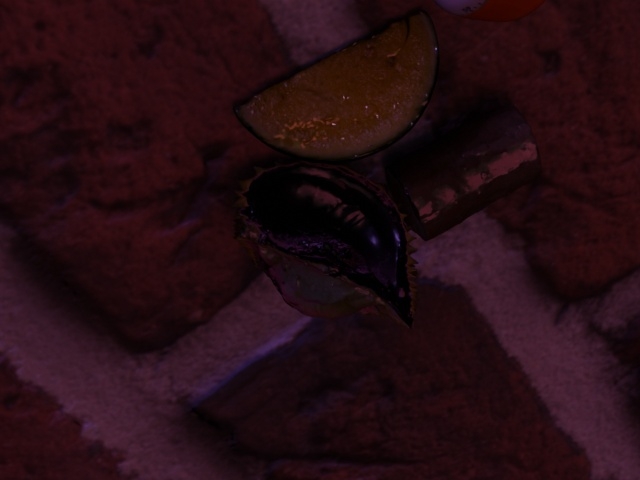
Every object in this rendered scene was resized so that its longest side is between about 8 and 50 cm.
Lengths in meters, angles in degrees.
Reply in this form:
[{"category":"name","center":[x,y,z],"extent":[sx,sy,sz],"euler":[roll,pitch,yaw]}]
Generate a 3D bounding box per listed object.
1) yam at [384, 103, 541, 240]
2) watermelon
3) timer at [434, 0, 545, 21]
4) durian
[{"category":"yam","center":[0.124,-0.058,1.664],"extent":[0.127,0.084,0.084],"euler":[-26,130,-5]},{"category":"watermelon","center":[0.028,-0.112,1.615],"extent":[0.181,0.075,0.092],"euler":[-30,86,-3]},{"category":"timer","center":[0.157,-0.233,1.538],"extent":[0.136,0.099,0.136],"euler":[-7,135,-7]},{"category":"durian","center":[-0.002,0.002,1.658],"extent":[0.186,0.119,0.108],"euler":[27,151,-10]}]
